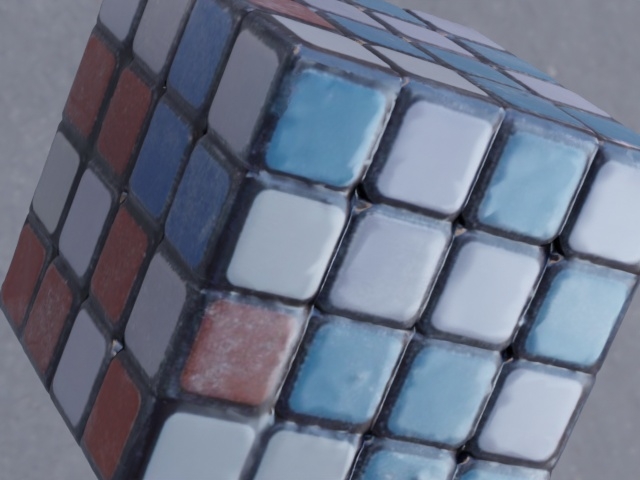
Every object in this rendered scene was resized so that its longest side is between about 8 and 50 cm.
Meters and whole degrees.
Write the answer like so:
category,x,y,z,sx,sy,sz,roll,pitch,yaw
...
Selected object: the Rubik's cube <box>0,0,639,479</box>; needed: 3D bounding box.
category,x,y,z,sx,sy,sz,roll,pitch,yaw
Rubik's cube,0.000,0.000,0.367,0.092,0.092,0.092,14,16,-30
